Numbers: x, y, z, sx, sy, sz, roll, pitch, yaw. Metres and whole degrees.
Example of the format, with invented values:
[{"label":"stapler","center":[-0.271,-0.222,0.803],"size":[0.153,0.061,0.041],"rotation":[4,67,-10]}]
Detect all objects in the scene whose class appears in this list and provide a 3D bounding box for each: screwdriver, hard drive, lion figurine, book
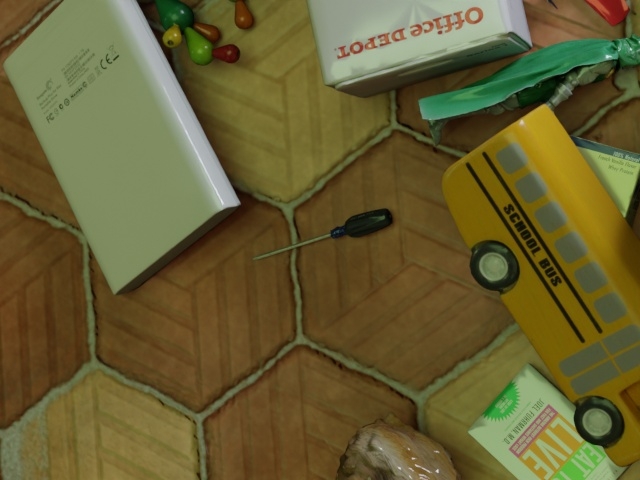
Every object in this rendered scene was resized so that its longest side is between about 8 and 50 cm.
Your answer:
[{"label":"screwdriver","center":[0.000,0.000,1.626],"size":[0.170,0.024,0.025],"rotation":[-21,52,20]},{"label":"hard drive","center":[-0.228,-0.121,1.673],"size":[0.203,0.040,0.307],"rotation":[-36,76,36]},{"label":"lion figurine","center":[0.048,0.389,1.532],"size":[0.240,0.142,0.392],"rotation":[37,105,25]},{"label":"book","center":[0.235,0.208,1.528],"size":[0.144,0.035,0.096],"rotation":[42,98,18]}]

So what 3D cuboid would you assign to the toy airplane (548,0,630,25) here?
[{"label":"toy airplane","center":[0.282,-0.296,1.530],"size":[0.151,0.028,0.151],"rotation":[-1,86,21]}]

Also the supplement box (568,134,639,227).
[{"label":"supplement box","center":[0.278,-0.054,1.507],"size":[0.083,0.056,0.083],"rotation":[17,94,20]}]

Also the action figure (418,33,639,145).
[{"label":"action figure","center":[0.218,-0.158,1.514],"size":[0.232,0.137,0.063],"rotation":[-18,105,10]}]

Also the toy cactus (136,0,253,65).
[{"label":"toy cactus","center":[-0.167,-0.293,1.666],"size":[0.181,0.112,0.219],"rotation":[-9,95,30]}]

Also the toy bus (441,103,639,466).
[{"label":"toy bus","center":[0.249,0.045,1.445],"size":[0.130,0.108,0.332],"rotation":[-35,89,29]}]

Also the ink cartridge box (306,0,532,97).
[{"label":"ink cartridge box","center":[0.086,-0.306,1.555],"size":[0.201,0.117,0.278],"rotation":[-14,83,19]}]
